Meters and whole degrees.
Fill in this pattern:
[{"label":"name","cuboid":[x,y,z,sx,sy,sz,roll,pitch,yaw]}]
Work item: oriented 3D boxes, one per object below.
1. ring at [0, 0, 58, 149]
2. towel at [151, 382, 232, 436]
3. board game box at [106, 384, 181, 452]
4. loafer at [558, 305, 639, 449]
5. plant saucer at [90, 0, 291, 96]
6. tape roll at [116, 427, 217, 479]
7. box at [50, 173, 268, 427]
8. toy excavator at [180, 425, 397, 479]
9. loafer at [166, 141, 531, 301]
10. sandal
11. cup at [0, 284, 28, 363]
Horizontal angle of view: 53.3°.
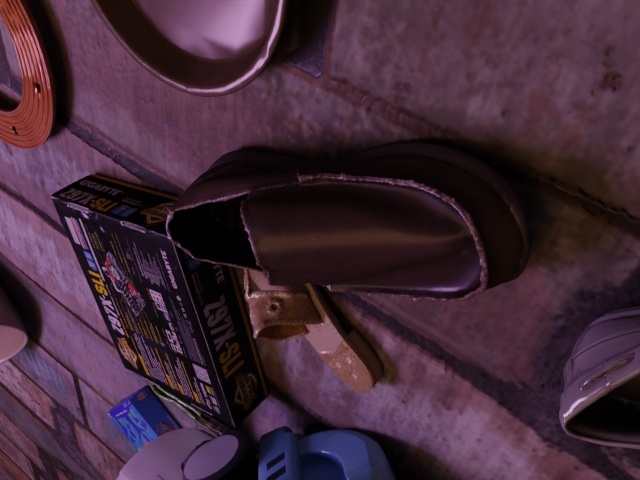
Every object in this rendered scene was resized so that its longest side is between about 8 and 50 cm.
[{"label":"ring","cuboid":[-0.461,-0.282,0.858,0.336,0.032,0.336,24,135,27]},{"label":"towel","cuboid":[-0.194,0.280,1.010,0.113,0.023,0.152,19,158,33]},{"label":"board game box","cuboid":[-0.314,0.390,1.241,0.210,0.047,0.160,51,141,-3]},{"label":"loafer","cuboid":[0.290,0.079,0.368,0.112,0.111,0.319,55,141,-7]},{"label":"plant saucer","cuboid":[-0.126,-0.262,0.548,0.278,0.041,0.278,25,134,28]},{"label":"tape roll","cuboid":[-0.195,0.443,1.008,0.169,0.246,0.246,13,129,41]},{"label":"box","cuboid":[-0.217,0.083,0.882,0.257,0.079,0.322,16,131,37]},{"label":"toy excavator","cuboid":[0.066,0.341,0.725,0.222,0.445,0.433,63,-177,-17]},{"label":"loafer","cuboid":[0.000,0.000,0.565,0.366,0.130,0.134,5,123,41]},{"label":"sandal","cuboid":[-0.037,0.090,0.713,0.240,0.079,0.088,46,141,5]},{"label":"cup","cuboid":[-0.825,0.145,1.362,0.331,0.331,0.237,-49,57,51]}]
